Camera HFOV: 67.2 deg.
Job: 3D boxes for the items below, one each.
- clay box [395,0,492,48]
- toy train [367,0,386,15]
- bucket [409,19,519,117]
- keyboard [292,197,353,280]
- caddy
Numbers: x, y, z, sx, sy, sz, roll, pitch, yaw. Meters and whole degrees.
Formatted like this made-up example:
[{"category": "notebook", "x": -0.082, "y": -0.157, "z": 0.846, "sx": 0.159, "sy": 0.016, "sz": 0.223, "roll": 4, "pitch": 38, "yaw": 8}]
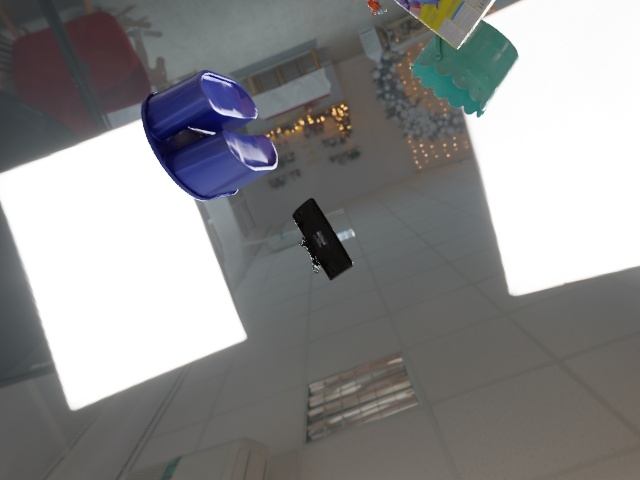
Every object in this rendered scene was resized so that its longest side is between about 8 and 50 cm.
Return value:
[{"category": "clay box", "x": 0.206, "y": -0.473, "z": 0.881, "sx": 0.053, "sy": 0.222, "sz": 0.127, "roll": -49, "pitch": 178, "yaw": -30}, {"category": "toy train", "x": 0.133, "y": -0.764, "z": 1.511, "sx": 0.125, "sy": 0.166, "sz": 0.046, "roll": 11, "pitch": 136, "yaw": -40}, {"category": "bucket", "x": 0.416, "y": -0.507, "z": 1.398, "sx": 0.183, "sy": 0.281, "sz": 0.281, "roll": -55, "pitch": -174, "yaw": 9}, {"category": "keyboard", "x": 0.000, "y": 0.000, "z": 1.146, "sx": 0.100, "sy": 0.192, "sz": 0.038, "roll": -35, "pitch": 169, "yaw": 27}, {"category": "caddy", "x": -0.239, "y": -0.215, "z": 1.034, "sx": 0.179, "sy": 0.241, "sz": 0.341, "roll": -25, "pitch": -177, "yaw": 16}]
